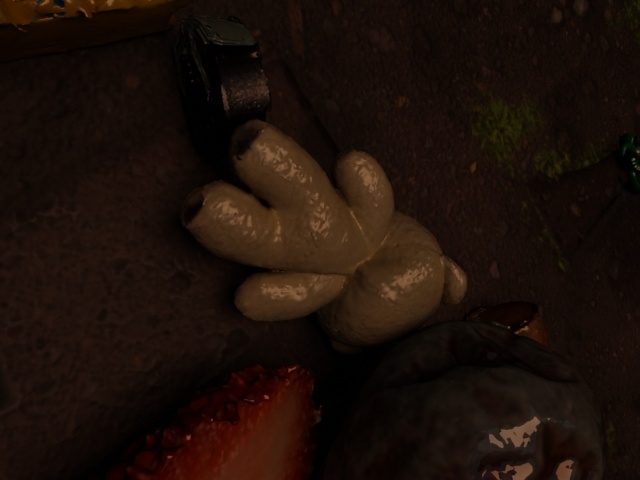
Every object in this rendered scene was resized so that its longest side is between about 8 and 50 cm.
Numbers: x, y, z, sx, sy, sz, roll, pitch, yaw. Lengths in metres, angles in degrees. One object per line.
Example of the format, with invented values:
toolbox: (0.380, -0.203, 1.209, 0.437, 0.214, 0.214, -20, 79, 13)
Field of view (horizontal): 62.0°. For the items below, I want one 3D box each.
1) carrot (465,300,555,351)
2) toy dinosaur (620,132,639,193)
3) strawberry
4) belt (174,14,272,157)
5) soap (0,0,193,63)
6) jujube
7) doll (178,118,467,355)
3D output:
carrot: (0.281, 0.203, 0.712, 0.102, 0.102, 0.263, -35, 109, -30)
toy dinosaur: (0.562, -0.140, 0.942, 0.132, 0.059, 0.096, 24, 78, -36)
strawberry: (-0.114, 0.241, 0.450, 0.306, 0.138, 0.233, -48, 131, -46)
belt: (-0.097, -0.147, 0.507, 0.058, 0.105, 0.140, -13, 81, -32)
soap: (-0.253, -0.320, 0.436, 0.204, 0.096, 0.324, -24, 97, -31)
jujube: (0.122, 0.238, 0.499, 0.247, 0.215, 0.308, 5, 107, -31)
doll: (0.003, -0.004, 0.535, 0.278, 0.175, 0.149, 37, 34, -29)
